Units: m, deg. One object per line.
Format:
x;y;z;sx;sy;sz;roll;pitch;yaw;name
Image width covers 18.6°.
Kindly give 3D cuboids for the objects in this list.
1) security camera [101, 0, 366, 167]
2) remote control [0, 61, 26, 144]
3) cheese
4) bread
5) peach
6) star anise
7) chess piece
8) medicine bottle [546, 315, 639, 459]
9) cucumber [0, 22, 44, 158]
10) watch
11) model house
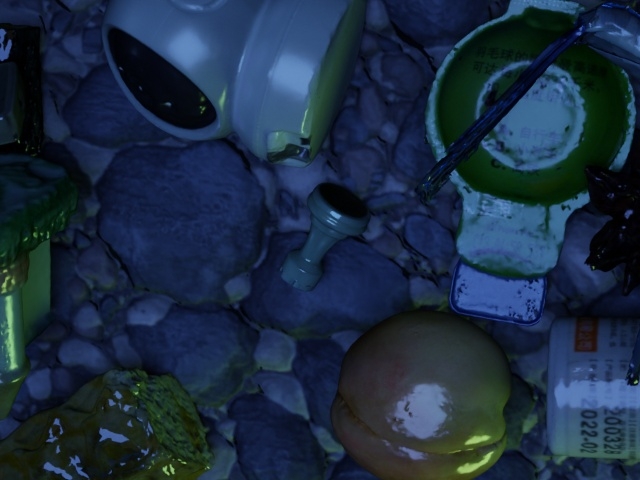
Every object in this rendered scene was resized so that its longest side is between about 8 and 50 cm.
-0.092;-0.188;1.872;0.236;0.194;0.195;20;105;7;security camera
-0.428;-0.110;1.895;0.285;0.123;0.038;-10;120;2;remote control
0.194;-0.077;1.900;0.204;0.083;0.320;10;102;5;cheese
-0.257;0.241;2.028;0.267;0.130;0.152;-31;105;15;bread
0.098;0.158;1.926;0.184;0.184;0.184;2;103;9;peach
0.297;-0.021;1.875;0.053;0.157;0.212;22;113;47;star anise
0.000;0.000;1.965;0.067;0.067;0.103;32;116;1;chess piece
0.346;0.145;1.897;0.252;0.144;0.144;3;103;8;medicine bottle
-0.325;-0.114;1.990;0.078;0.062;0.211;3;103;8;cucumber
0.273;-0.055;1.797;0.276;0.068;0.274;42;77;-3;watch
-0.391;0.080;1.969;0.267;0.194;0.325;11;119;17;model house
